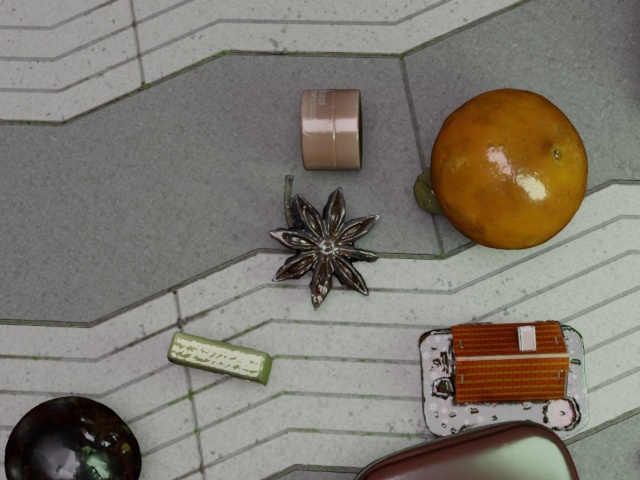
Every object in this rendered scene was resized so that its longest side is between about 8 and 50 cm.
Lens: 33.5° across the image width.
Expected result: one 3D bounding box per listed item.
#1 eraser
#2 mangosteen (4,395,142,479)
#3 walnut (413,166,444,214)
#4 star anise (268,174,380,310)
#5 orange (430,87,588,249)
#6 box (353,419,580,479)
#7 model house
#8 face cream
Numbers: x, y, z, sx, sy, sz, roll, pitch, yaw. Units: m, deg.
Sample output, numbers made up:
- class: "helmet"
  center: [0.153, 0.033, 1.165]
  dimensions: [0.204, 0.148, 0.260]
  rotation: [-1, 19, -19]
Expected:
- class: "eraser"
  center: [-0.176, 0.210, 1.885]
  dimensions: [0.172, 0.117, 0.058]
  rotation: [13, 80, 7]
- class: "mangosteen"
  center: [-0.439, 0.412, 1.829]
  dimensions: [0.231, 0.231, 0.289]
  rotation: [30, 109, 10]
- class: "walnut"
  center: [0.213, -0.090, 1.936]
  dimensions: [0.092, 0.092, 0.092]
  rotation: [-1, 78, 4]
- class: "star anise"
  center: [0.001, 0.000, 1.932]
  dimensions: [0.230, 0.081, 0.262]
  rotation: [-33, 89, -2]
- class: "orange"
  center: [0.329, -0.122, 1.839]
  dimensions: [0.283, 0.226, 0.284]
  rotation: [9, 73, -28]
- class: "box"
  center: [0.239, 0.449, 1.739]
  dimensions: [0.403, 0.108, 0.263]
  rotation: [-13, 84, -11]
- class: "model house"
  center: [0.320, 0.239, 1.823]
  dimensions: [0.293, 0.154, 0.207]
  rotation: [-3, 77, 3]
- class: "face cream"
  center: [0.022, -0.201, 1.937]
  dimensions: [0.104, 0.149, 0.149]
  rotation: [0, 78, 5]
